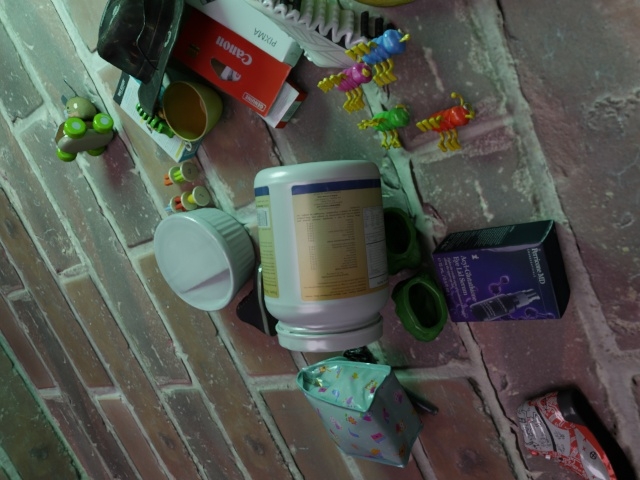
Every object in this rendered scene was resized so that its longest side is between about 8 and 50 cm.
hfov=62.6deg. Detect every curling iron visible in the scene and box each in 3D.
[{"bbox_3d":[0.167,0.340,1.286,0.274,0.035,0.068,37,129,13],"label":"curling iron"}]

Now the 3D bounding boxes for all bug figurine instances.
[{"bbox_3d":[0.130,-0.258,0.923,0.279,0.072,0.216,35,156,-35],"label":"bug figurine"}]

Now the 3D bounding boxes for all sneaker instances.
[{"bbox_3d":[-0.013,-0.374,0.934,0.292,0.110,0.118,22,146,-15],"label":"sneaker"},{"bbox_3d":[0.514,0.431,1.069,0.145,0.090,0.270,-33,90,41],"label":"sneaker"},{"bbox_3d":[-0.174,0.148,1.382,0.118,0.083,0.221,14,122,28],"label":"sneaker"}]

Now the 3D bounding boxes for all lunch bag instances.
[{"bbox_3d":[0.082,0.405,1.269,0.262,0.160,0.223,-5,125,44],"label":"lunch bag"}]

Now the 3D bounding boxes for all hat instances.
[{"bbox_3d":[-0.385,-0.426,1.088,0.331,0.134,0.331,-18,69,58],"label":"hat"}]

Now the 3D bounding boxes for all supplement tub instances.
[{"bbox_3d":[0.005,0.023,0.953,0.229,0.228,0.315,-2,96,34],"label":"supplement tub"}]

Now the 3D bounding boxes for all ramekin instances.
[{"bbox_3d":[-0.293,0.040,1.376,0.273,0.127,0.272,15,120,27],"label":"ramekin"}]

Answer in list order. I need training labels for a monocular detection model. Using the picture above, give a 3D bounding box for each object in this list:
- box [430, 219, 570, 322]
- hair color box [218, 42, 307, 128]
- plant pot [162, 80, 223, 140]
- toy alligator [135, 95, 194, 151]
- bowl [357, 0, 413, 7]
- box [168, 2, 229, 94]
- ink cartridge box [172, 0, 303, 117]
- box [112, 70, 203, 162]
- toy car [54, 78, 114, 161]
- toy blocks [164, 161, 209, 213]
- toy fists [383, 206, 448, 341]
[{"bbox_3d":[0.336,0.060,0.981,0.207,0.108,0.153,-10,107,37],"label":"box"},{"bbox_3d":[-0.121,-0.324,1.107,0.167,0.053,0.093,43,112,7],"label":"hair color box"},{"bbox_3d":[-0.279,-0.305,1.208,0.134,0.095,0.134,16,122,27],"label":"plant pot"},{"bbox_3d":[-0.377,-0.275,1.237,0.189,0.051,0.056,47,130,4],"label":"toy alligator"},{"bbox_3d":[0.075,-0.518,0.824,0.290,0.156,0.289,15,121,26],"label":"bowl"},{"bbox_3d":[-0.260,-0.436,1.176,0.201,0.021,0.164,28,126,19],"label":"box"},{"bbox_3d":[-0.166,-0.420,1.048,0.275,0.060,0.238,36,106,13],"label":"ink cartridge box"},{"bbox_3d":[-0.401,-0.314,1.307,0.244,0.060,0.100,45,129,6],"label":"box"},{"bbox_3d":[-0.669,-0.338,1.433,0.155,0.149,0.188,-35,81,50],"label":"toy car"},{"bbox_3d":[-0.374,-0.132,1.389,0.148,0.054,0.123,-14,106,38],"label":"toy blocks"},{"bbox_3d":[0.173,0.066,1.053,0.142,0.096,0.279,105,144,-75],"label":"toy fists"}]
